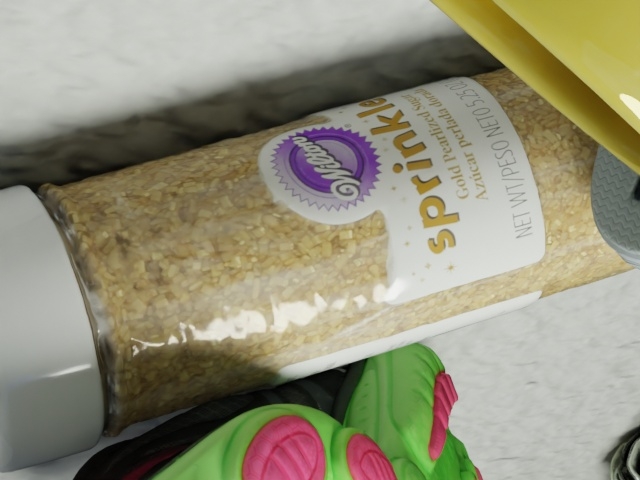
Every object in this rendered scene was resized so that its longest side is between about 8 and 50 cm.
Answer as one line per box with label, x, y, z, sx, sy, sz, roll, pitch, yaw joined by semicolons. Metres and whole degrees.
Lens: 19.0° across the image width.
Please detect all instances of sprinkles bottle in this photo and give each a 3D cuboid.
sprinkles bottle;0.000;0.000;0.887;0.355;0.121;0.121;-16;148;-20

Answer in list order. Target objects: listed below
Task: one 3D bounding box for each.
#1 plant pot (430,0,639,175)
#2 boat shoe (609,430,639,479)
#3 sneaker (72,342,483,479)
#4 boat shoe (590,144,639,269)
plant pot;0.118;-0.170;0.626;0.239;0.254;0.254;-50;146;6
boat shoe;0.251;0.165;1.391;0.070;0.078;0.219;19;144;-10
sneaker;-0.036;0.170;0.943;0.202;0.185;0.483;-21;177;13
boat shoe;0.216;-0.120;0.834;0.094;0.109;0.302;11;112;-40
